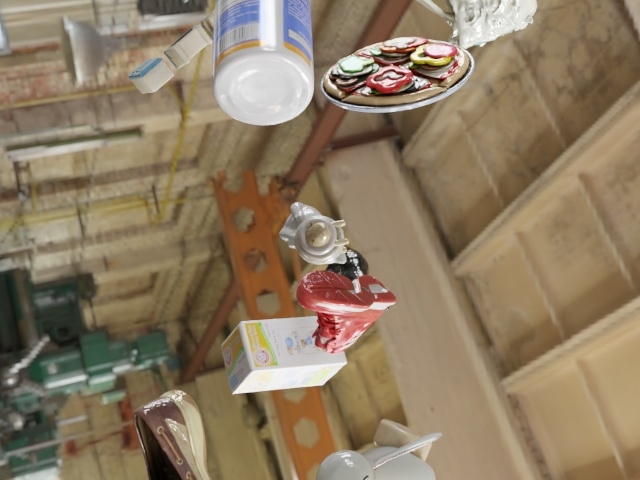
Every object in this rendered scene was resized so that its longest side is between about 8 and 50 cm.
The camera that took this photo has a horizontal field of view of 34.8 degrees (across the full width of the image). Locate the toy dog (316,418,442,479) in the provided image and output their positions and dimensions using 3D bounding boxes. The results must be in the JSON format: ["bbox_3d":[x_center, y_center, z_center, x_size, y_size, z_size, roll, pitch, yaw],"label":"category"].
[{"bbox_3d":[0.103,0.338,1.342,0.333,0.161,0.220,-22,128,-67],"label":"toy dog"}]

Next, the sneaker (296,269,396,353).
[{"bbox_3d":[0.019,0.118,1.500,0.087,0.221,0.128,45,-69,32],"label":"sneaker"}]

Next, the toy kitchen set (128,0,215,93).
[{"bbox_3d":[-0.297,-0.403,1.903,0.166,0.207,0.122,51,-12,-18],"label":"toy kitchen set"}]

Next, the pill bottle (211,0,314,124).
[{"bbox_3d":[-0.088,-0.322,1.571,0.152,0.152,0.272,103,-12,-51],"label":"pill bottle"}]

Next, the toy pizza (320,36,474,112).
[{"bbox_3d":[0.097,-0.223,1.317,0.201,0.201,0.032,-130,-157,-54],"label":"toy pizza"}]

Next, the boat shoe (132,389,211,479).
[{"bbox_3d":[-0.251,0.436,1.752,0.123,0.123,0.342,-4,-81,39],"label":"boat shoe"}]

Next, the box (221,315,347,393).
[{"bbox_3d":[-0.072,0.217,1.950,0.114,0.203,0.103,-49,-130,49],"label":"box"}]

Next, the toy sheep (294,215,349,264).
[{"bbox_3d":[0.000,0.000,1.697,0.132,0.091,0.091,94,-21,-72],"label":"toy sheep"}]

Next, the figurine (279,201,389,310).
[{"bbox_3d":[0.031,0.036,1.936,0.215,0.092,0.209,45,-2,-24],"label":"figurine"}]

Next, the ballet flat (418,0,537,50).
[{"bbox_3d":[0.093,-0.394,1.190,0.409,0.147,0.147,53,-22,3],"label":"ballet flat"}]
